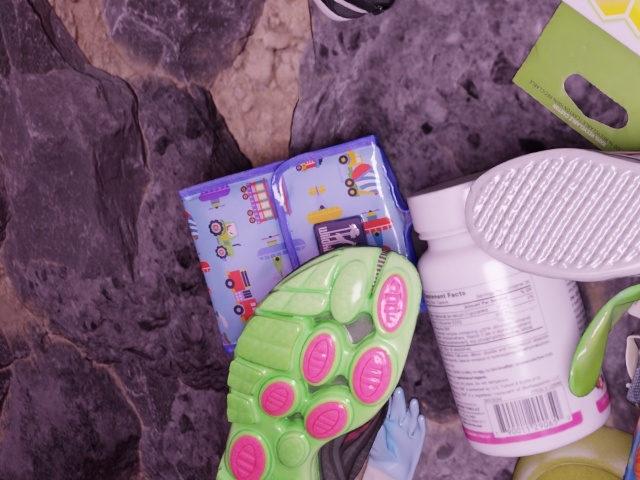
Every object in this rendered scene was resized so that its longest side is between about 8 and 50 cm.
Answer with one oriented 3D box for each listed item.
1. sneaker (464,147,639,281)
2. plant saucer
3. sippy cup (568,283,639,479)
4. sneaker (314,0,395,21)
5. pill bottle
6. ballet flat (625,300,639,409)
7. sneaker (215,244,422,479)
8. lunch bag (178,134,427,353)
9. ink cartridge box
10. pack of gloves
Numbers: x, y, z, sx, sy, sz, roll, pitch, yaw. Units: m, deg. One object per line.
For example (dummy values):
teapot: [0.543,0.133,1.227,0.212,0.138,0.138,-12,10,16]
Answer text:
sneaker: [0.302,-0.025,0.906,0.321,0.127,0.126,-2,87,26]
plant saucer: [0.316,0.327,1.108,0.240,0.037,0.241,14,114,35]
sippy cup: [0.375,0.174,0.844,0.305,0.240,0.224,-128,55,-71]
sneaker: [0.003,-0.326,1.053,0.121,0.217,0.079,0,63,50]
pill bottle: [0.195,0.069,1.040,0.160,0.160,0.283,-13,95,41]
ballet flat: [0.340,0.094,0.996,0.070,0.070,0.189,13,109,36]
sneaker: [-0.006,0.178,1.161,0.185,0.202,0.483,29,127,9]
lunch bag: [0.000,0.000,1.224,0.293,0.138,0.221,-13,96,29]
ink cartridge box: [0.291,-0.197,0.915,0.189,0.097,0.255,43,126,21]
pack of gloves: [0.039,0.272,1.315,0.195,0.046,0.232,26,119,30]
